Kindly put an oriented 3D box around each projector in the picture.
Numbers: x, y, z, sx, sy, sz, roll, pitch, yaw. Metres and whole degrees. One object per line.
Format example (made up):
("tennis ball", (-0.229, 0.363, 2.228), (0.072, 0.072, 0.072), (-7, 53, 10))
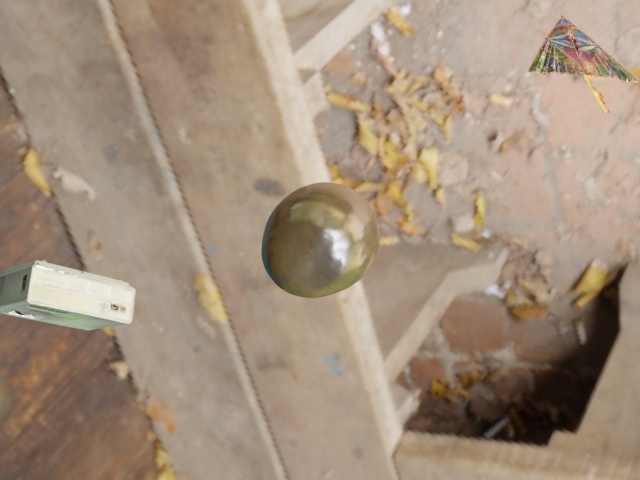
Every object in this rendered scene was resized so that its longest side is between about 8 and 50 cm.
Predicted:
("projector", (-0.328, 0.071, 1.513), (0.147, 0.061, 0.115), (17, 160, -36))

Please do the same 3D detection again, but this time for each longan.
("longan", (0.000, 0.000, 1.757), (0.167, 0.187, 0.167), (50, 171, 11))

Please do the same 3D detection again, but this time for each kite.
("kite", (0.338, -0.228, 1.527), (0.010, 0.190, 0.159), (-54, 43, 49))
